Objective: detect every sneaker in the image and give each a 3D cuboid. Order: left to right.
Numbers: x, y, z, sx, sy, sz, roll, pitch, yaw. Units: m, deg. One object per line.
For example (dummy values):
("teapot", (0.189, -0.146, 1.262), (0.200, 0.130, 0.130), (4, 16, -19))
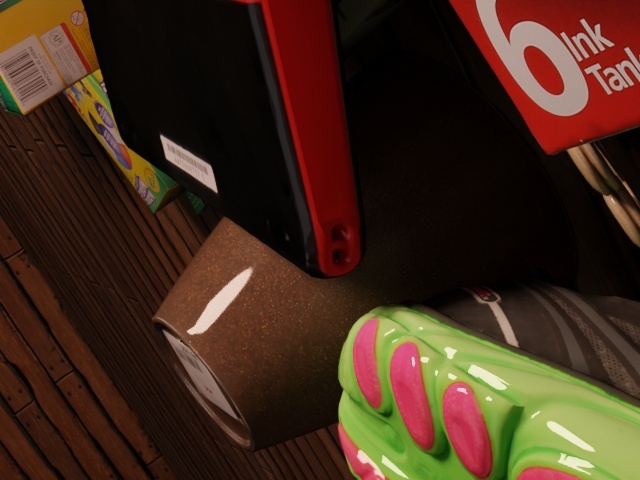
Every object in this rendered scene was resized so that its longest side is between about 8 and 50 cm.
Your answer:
("sneaker", (0.224, 0.132, 0.518), (0.482, 0.202, 0.185), (33, 136, 34))

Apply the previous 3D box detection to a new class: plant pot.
("plant pot", (0.010, 0.026, 0.749), (0.215, 0.230, 0.215), (45, 159, 23))

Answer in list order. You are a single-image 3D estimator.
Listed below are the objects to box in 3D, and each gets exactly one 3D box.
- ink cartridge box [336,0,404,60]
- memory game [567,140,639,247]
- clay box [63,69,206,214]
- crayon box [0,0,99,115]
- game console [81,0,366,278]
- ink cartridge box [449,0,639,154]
("ink cartridge box", (-0.026, -0.205, 0.700), (0.186, 0.065, 0.311), (54, 162, -2))
("memory game", (0.113, -0.065, 0.537), (0.186, 0.012, 0.186), (50, -163, -21))
("clay box", (-0.209, -0.119, 1.268), (0.222, 0.053, 0.127), (54, 161, 1))
("crayon box", (-0.272, -0.270, 0.986), (0.081, 0.165, 0.278), (19, 141, 58))
("game console", (-0.088, -0.183, 0.663), (0.386, 0.060, 0.342), (33, 139, 61))
("ink cartridge box", (0.110, -0.191, 0.306), (0.272, 0.130, 0.309), (56, 161, -5))
